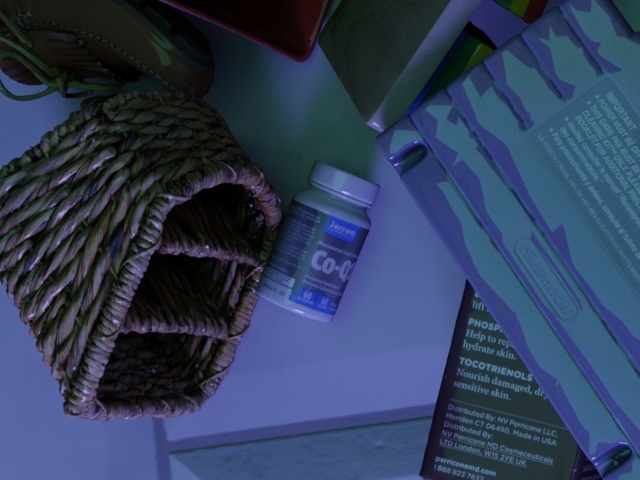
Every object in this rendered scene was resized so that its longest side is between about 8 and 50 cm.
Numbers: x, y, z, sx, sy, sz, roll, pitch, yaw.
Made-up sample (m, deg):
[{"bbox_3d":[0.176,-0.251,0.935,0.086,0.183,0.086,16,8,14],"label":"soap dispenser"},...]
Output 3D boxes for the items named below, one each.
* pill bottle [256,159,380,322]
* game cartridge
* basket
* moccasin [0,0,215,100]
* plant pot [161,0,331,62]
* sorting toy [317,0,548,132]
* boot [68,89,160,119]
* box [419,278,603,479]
[{"bbox_3d":[0.000,0.000,1.766,0.078,0.078,0.137,23,93,17],"label":"pill bottle"},{"bbox_3d":[0.232,-0.002,1.509,0.230,0.068,0.355,-35,77,8],"label":"game cartridge"},{"bbox_3d":[-0.134,0.014,1.692,0.213,0.299,0.223,-35,75,12],"label":"basket"},{"bbox_3d":[-0.260,-0.199,1.805,0.380,0.139,0.147,24,90,26],"label":"moccasin"},{"bbox_3d":[-0.124,-0.346,1.750,0.236,0.267,0.267,22,93,30],"label":"plant pot"},{"bbox_3d":[0.122,-0.225,1.678,0.089,0.257,0.255,30,104,-19],"label":"sorting toy"},{"bbox_3d":[-0.188,-0.105,1.800,0.085,0.158,0.059,-9,113,8],"label":"boot"},{"bbox_3d":[0.208,0.037,1.641,0.143,0.191,0.381,15,90,17],"label":"box"}]
